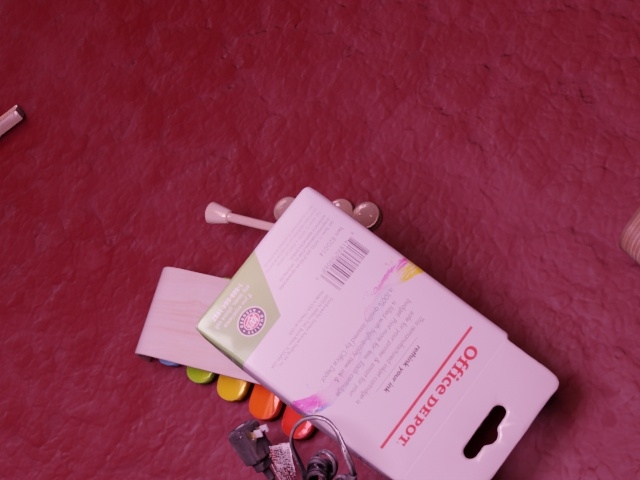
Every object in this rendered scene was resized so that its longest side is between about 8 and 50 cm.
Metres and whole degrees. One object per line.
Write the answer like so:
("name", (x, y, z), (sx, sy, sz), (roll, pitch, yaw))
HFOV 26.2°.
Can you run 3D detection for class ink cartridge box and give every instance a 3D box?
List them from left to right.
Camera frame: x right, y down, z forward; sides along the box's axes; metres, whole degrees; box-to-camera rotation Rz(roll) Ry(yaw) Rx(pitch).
("ink cartridge box", (0.063, 0.130, 1.532), (0.353, 0.119, 0.207), (37, 81, 6))

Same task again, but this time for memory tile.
("memory tile", (0.000, 0.000, 1.722), (0.148, 0.012, 0.113), (4, 72, 26))

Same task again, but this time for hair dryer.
("hair dryer", (-0.019, 0.335, 1.501), (0.224, 0.080, 0.293), (-11, 98, 62))

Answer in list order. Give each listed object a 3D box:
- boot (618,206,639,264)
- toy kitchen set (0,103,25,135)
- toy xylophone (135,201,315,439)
("boot", (0.481, -0.038, 1.467), (0.220, 0.109, 0.283), (39, 91, 31))
("toy kitchen set", (-0.481, -0.192, 1.979), (0.075, 0.083, 0.068), (-36, 19, 7))
("toy xylophone", (-0.080, 0.090, 1.681), (0.323, 0.081, 0.236), (20, 81, 29))
